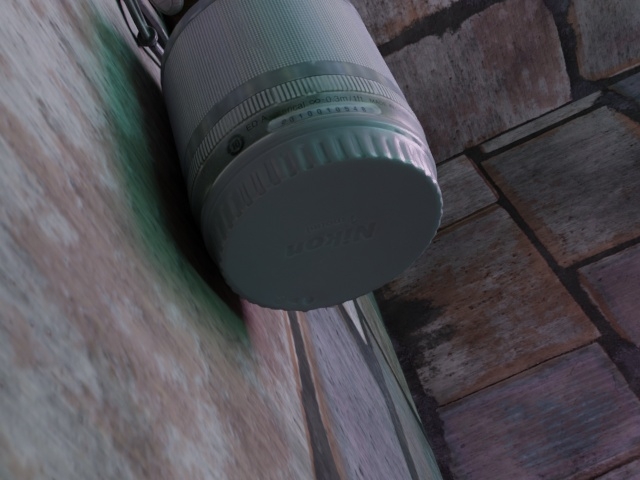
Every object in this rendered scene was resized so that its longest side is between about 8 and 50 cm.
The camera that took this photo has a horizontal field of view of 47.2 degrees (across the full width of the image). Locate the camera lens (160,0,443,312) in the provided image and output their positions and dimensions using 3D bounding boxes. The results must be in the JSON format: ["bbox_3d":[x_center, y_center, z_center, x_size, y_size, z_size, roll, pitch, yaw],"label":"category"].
[{"bbox_3d":[-0.027,-0.100,0.696,0.219,0.219,0.274,59,8,-52],"label":"camera lens"}]

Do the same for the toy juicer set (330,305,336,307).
[{"bbox_3d":[0.000,0.000,1.246,0.329,0.089,0.209,59,8,-55],"label":"toy juicer set"}]

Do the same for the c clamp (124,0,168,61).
[{"bbox_3d":[-0.176,-0.216,0.817,0.160,0.022,0.137,55,12,-67],"label":"c clamp"}]

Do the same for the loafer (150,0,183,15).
[{"bbox_3d":[-0.213,-0.339,0.918,0.039,0.045,0.125,61,4,34],"label":"loafer"}]

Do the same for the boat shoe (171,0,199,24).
[{"bbox_3d":[-0.124,-0.245,0.986,0.342,0.123,0.123,61,3,32],"label":"boat shoe"}]
